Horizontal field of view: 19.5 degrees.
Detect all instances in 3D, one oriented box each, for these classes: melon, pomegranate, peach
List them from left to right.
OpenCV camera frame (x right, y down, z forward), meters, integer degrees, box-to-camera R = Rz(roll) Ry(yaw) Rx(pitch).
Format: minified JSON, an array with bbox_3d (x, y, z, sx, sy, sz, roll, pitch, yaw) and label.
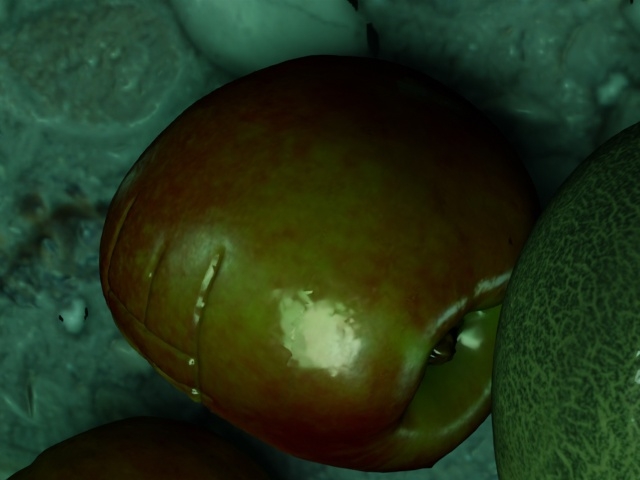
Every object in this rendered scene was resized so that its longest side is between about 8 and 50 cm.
[{"bbox_3d":[-0.126,0.266,1.305,0.270,0.252,0.229,59,150,16],"label":"pomegranate"},{"bbox_3d":[0.000,0.000,1.171,0.275,0.248,0.245,29,88,27],"label":"peach"},{"bbox_3d":[0.219,0.080,1.054,0.249,0.248,0.329,16,116,17],"label":"melon"}]
